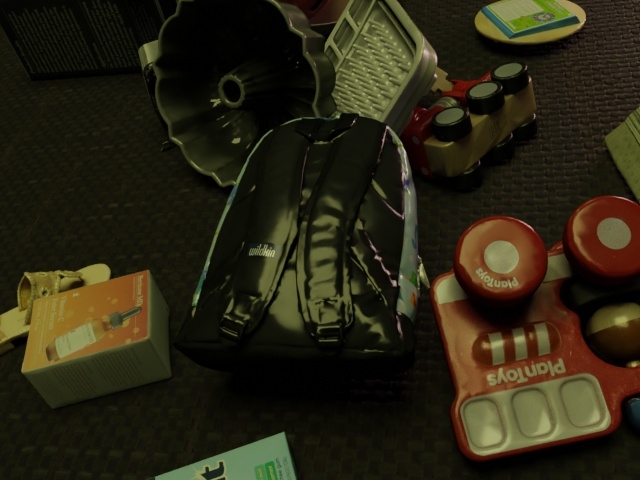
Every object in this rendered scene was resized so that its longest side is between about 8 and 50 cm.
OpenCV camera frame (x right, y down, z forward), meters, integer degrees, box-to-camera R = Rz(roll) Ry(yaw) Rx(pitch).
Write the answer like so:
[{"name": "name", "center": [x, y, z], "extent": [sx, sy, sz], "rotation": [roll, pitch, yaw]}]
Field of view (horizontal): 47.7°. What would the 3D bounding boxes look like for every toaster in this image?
[{"name": "toaster", "center": [-0.245, -0.290, 1.355], "extent": [0.185, 0.168, 0.110], "rotation": [-21, 41, -7]}]

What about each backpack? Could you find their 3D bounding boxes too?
[{"name": "backpack", "center": [0.000, 0.000, 0.946], "extent": [0.289, 0.273, 0.356], "rotation": [-2, 69, 15]}]

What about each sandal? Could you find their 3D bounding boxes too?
[{"name": "sandal", "center": [-0.430, 0.087, 1.082], "extent": [0.240, 0.079, 0.088], "rotation": [-34, 46, -18]}]

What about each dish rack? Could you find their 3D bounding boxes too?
[{"name": "dish rack", "center": [0.075, -0.253, 1.191], "extent": [0.072, 0.286, 0.333], "rotation": [19, 31, -26]}]

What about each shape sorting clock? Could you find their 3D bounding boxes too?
[{"name": "shape sorting clock", "center": [0.403, -0.425, 1.397], "extent": [0.206, 0.040, 0.206], "rotation": [-9, 40, 8]}]

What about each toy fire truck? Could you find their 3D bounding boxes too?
[{"name": "toy fire truck", "center": [0.195, -0.221, 1.186], "extent": [0.217, 0.159, 0.246], "rotation": [-39, 36, -22]}, {"name": "toy fire truck", "center": [0.278, 0.105, 0.824], "extent": [0.301, 0.169, 0.254], "rotation": [-11, 69, 0]}]

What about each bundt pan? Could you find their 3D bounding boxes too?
[{"name": "bundt pan", "center": [-0.112, -0.253, 1.191], "extent": [0.330, 0.331, 0.124], "rotation": [13, 25, 27]}]

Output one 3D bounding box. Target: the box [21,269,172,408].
[{"name": "box", "center": [-0.299, 0.133, 0.989], "extent": [0.170, 0.091, 0.130], "rotation": [-16, 43, 0]}]

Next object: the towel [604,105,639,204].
[{"name": "towel", "center": [0.547, -0.139, 0.938], "extent": [0.056, 0.312, 0.324], "rotation": [23, 37, -25]}]

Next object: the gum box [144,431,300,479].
[{"name": "gum box", "center": [-0.105, 0.311, 0.788], "extent": [0.184, 0.041, 0.157], "rotation": [-18, 44, -2]}]

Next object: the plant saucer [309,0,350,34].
[{"name": "plant saucer", "center": [0.030, -0.542, 1.618], "extent": [0.310, 0.050, 0.311], "rotation": [-8, 44, 8]}]

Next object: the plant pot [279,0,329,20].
[{"name": "plant pot", "center": [-0.080, -0.609, 1.514], "extent": [0.272, 0.272, 0.265], "rotation": [-10, 51, 6]}]

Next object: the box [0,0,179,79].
[{"name": "box", "center": [-0.481, -0.543, 1.647], "extent": [0.395, 0.212, 0.294], "rotation": [0, 46, 15]}]
